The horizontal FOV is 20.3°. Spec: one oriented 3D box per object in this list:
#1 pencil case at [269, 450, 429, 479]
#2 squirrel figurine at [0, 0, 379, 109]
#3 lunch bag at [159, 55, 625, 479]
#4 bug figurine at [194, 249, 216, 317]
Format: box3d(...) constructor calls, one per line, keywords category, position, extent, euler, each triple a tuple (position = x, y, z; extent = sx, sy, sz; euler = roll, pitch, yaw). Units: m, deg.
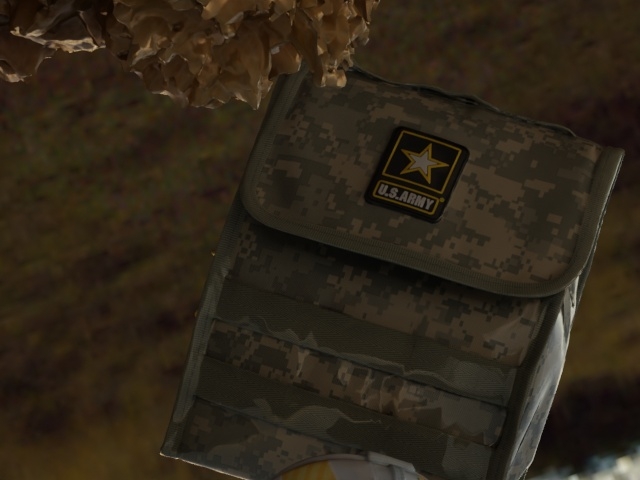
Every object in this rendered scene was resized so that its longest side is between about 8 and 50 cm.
box3d(category="pencil case", position=(0.012, 0.245, 0.943), extent=(0.113, 0.273, 0.124), euler=(8, 135, -5))
box3d(category="squirrel figurine", position=(-0.087, -0.247, 0.656), extent=(0.370, 0.397, 0.281), euler=(-18, -158, 18))
box3d(category="lunch bag", position=(0.053, 0.034, 1.192), extent=(0.235, 0.287, 0.169), euler=(17, -176, 12))
box3d(category="bug figurine", position=(0.000, 0.000, 1.546), extent=(0.216, 0.072, 0.279), euler=(-23, -168, 7))
